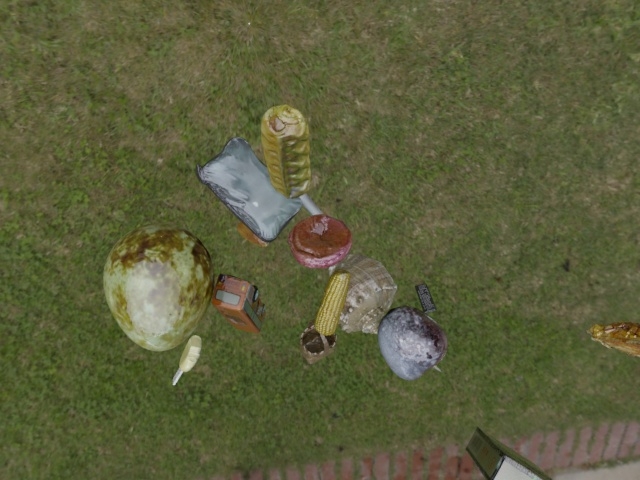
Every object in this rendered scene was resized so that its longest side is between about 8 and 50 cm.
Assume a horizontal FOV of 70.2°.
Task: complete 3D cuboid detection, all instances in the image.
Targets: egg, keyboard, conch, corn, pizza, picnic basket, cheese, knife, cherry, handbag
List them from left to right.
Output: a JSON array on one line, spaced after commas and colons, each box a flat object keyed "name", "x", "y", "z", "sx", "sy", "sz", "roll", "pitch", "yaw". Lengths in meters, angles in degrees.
[{"name": "egg", "x": -0.356, "y": 0.101, "z": 1.023, "sx": 0.238, "sy": 0.290, "sz": 0.238, "roll": -14, "pitch": 159, "yaw": -5}, {"name": "cheese", "x": -0.576, "y": 0.527, "z": 1.942, "sx": 0.050, "sy": 0.127, "sz": 0.255, "roll": 22, "pitch": 115, "yaw": -25}, {"name": "handbag", "x": -0.214, "y": -0.160, "z": 1.407, "sx": 0.332, "sy": 0.075, "sz": 0.192, "roll": 46, "pitch": 73, "yaw": -19}, {"name": "knife", "x": -0.072, "y": -0.159, "z": 1.692, "sx": 0.041, "sy": 0.073, "sz": 0.265, "roll": -51, "pitch": 122, "yaw": -12}, {"name": "picnic basket", "x": -0.008, "y": 0.370, "z": 1.717, "sx": 0.137, "sy": 0.128, "sz": 0.179, "roll": -25, "pitch": 141, "yaw": -24}, {"name": "corn", "x": 0.037, "y": 0.194, "z": 1.437, "sx": 0.080, "sy": 0.080, "sz": 0.231, "roll": 9, "pitch": 111, "yaw": -13}, {"name": "conch", "x": 0.153, "y": 0.219, "z": 1.875, "sx": 0.297, "sy": 0.210, "sz": 0.352, "roll": -39, "pitch": 86, "yaw": 16}, {"name": "cherry", "x": 0.342, "y": 0.384, "z": 1.694, "sx": 0.296, "sy": 0.218, "sz": 0.255, "roll": 48, "pitch": 136, "yaw": 14}, {"name": "keyboard", "x": 0.418, "y": 0.229, "z": 1.817, "sx": 0.053, "sy": 0.155, "sz": 0.010, "roll": -13, "pitch": 127, "yaw": 3}, {"name": "pizza", "x": 0.899, "y": 0.279, "z": 1.316, "sx": 0.289, "sy": 0.228, "sz": 0.081, "roll": 35, "pitch": 68, "yaw": -55}]

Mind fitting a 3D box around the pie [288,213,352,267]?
[{"name": "pie", "x": 0.000, "y": 0.000, "z": 1.250, "sx": 0.182, "sy": 0.182, "sz": 0.050, "roll": -11, "pitch": 139, "yaw": -4}]

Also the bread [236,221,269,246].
[{"name": "bread", "x": -0.243, "y": -0.050, "z": 1.607, "sx": 0.136, "sy": 0.154, "sz": 0.054, "roll": -7, "pitch": 164, "yaw": 32}]

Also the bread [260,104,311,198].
[{"name": "bread", "x": -0.072, "y": -0.192, "z": 1.000, "sx": 0.098, "sy": 0.269, "sz": 0.087, "roll": 34, "pitch": 69, "yaw": 15}]

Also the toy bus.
[{"name": "toy bus", "x": -0.216, "y": 0.183, "z": 1.262, "sx": 0.093, "sy": 0.409, "sz": 0.092, "roll": 12, "pitch": 70, "yaw": 4}]

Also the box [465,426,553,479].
[{"name": "box", "x": 0.516, "y": 0.619, "z": 1.213, "sx": 0.198, "sy": 0.310, "sz": 0.084, "roll": 32, "pitch": 85, "yaw": 11}]
